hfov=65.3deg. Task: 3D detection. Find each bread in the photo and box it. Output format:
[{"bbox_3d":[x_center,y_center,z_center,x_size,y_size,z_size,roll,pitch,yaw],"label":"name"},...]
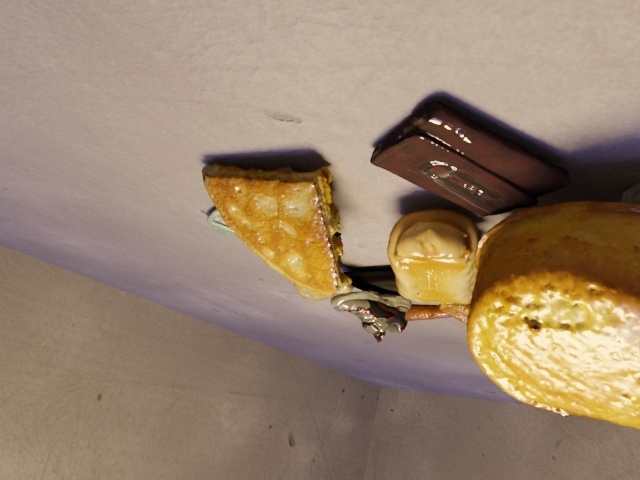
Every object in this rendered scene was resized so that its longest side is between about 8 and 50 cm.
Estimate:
[{"bbox_3d":[0.388,0.116,0.700,0.358,0.204,0.337,-3,132,40],"label":"bread"},{"bbox_3d":[0.222,0.034,0.943,0.173,0.121,0.311,4,157,15],"label":"bread"}]

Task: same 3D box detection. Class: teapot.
[{"bbox_3d":[0.459,-0.051,0.683,0.064,0.064,0.083,32,121,-23],"label":"teapot"}]

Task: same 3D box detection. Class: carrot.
[{"bbox_3d":[0.317,0.207,1.445,0.191,0.047,0.047,-10,150,35],"label":"carrot"}]

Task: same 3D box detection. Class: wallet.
[{"bbox_3d":[0.221,0.111,1.243,0.318,0.045,0.172,-4,154,44],"label":"wallet"},{"bbox_3d":[0.203,-0.104,0.712,0.229,0.049,0.182,22,160,-18],"label":"wallet"}]

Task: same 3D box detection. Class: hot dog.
[{"bbox_3d":[0.443,0.199,1.310,0.289,0.068,0.083,22,135,-10],"label":"hot dog"}]

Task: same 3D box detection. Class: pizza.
[{"bbox_3d":[-0.079,-0.021,0.922,0.268,0.087,0.258,7,124,27],"label":"pizza"}]

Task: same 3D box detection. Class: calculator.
[{"bbox_3d":[-0.211,-0.044,1.153,0.095,0.021,0.153,22,157,-20],"label":"calculator"}]

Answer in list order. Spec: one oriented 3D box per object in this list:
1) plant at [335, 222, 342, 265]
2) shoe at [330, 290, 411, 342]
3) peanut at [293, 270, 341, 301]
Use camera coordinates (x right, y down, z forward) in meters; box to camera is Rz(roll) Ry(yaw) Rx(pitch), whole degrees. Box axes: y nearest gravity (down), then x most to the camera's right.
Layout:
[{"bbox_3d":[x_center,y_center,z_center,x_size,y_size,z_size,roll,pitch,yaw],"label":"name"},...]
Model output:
[{"bbox_3d":[0.000,0.000,1.017,0.092,0.094,0.143,42,158,42],"label":"plant"},{"bbox_3d":[0.128,0.195,1.272,0.227,0.125,0.099,8,170,-22],"label":"shoe"},{"bbox_3d":[-0.015,0.074,1.192,0.123,0.123,0.257,8,161,14],"label":"peanut"}]
